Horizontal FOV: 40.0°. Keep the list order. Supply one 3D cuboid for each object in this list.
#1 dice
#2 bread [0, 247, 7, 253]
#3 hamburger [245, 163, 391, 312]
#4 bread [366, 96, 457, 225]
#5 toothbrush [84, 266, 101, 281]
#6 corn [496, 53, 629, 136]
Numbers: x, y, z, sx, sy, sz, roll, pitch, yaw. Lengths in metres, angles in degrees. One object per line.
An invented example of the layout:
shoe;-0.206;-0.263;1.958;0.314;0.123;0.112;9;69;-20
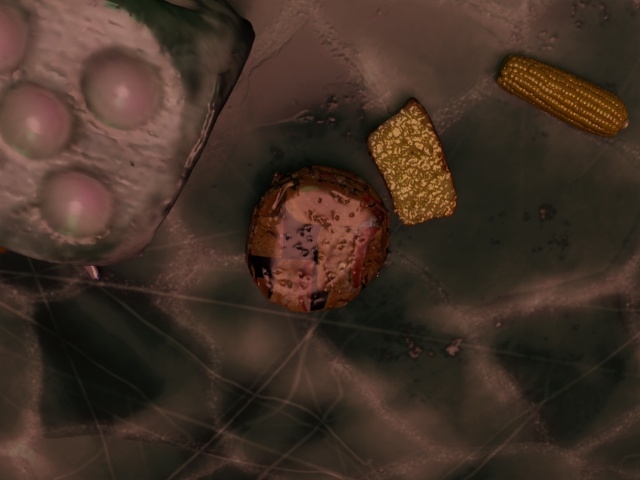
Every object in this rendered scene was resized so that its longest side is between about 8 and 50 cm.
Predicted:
dice;-0.295;-0.186;1.056;0.348;0.328;0.330;21;111;-13
bread;-0.552;-0.008;1.245;0.271;0.077;0.139;-17;115;9
hamburger;0.000;0.000;1.286;0.231;0.107;0.230;0;107;-1
bread;0.130;-0.112;1.265;0.103;0.065;0.187;-24;115;8
toothbrush;-0.411;-0.040;1.277;0.021;0.027;0.269;-18;120;43
corn;0.343;-0.203;1.238;0.206;0.067;0.067;21;111;-10
